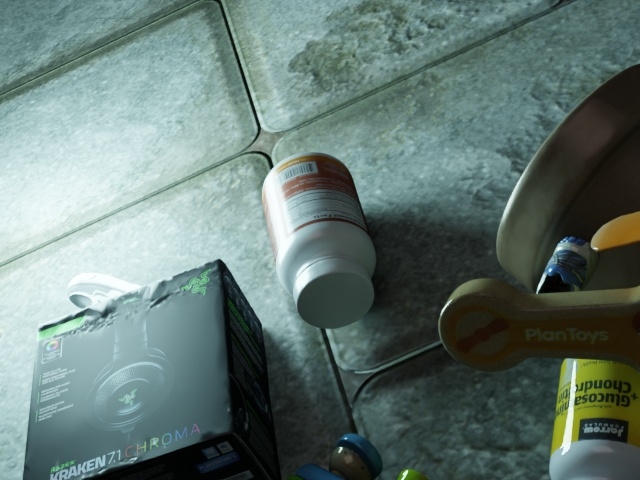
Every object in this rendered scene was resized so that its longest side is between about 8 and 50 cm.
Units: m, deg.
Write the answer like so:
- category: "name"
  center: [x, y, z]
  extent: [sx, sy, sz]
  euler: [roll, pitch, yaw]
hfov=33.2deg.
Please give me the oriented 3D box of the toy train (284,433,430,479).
- category: "toy train"
  center: [0.065, 0.275, 1.007]
  extent: [0.248, 0.105, 0.143]
  euler: [17, 44, 40]

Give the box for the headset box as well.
- category: "headset box"
  center: [-0.189, 0.179, 1.211]
  extent: [0.246, 0.131, 0.283]
  euler: [-20, 41, 9]

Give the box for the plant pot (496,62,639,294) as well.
- category: "plant pot"
  center: [0.344, -0.007, 1.047]
  extent: [0.263, 0.263, 0.229]
  euler: [-40, 59, -13]

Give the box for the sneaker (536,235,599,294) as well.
- category: "sneaker"
  center: [0.217, 0.060, 1.000]
  extent: [0.052, 0.135, 0.058]
  euler: [24, 45, 25]

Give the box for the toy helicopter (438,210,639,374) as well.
- category: "toy helicopter"
  center: [0.268, 0.056, 0.882]
  extent: [0.355, 0.235, 0.140]
  euler: [-2, 29, 22]

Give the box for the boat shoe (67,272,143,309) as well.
- category: "boat shoe"
  center: [-0.269, 0.093, 1.403]
  extent: [0.184, 0.066, 0.063]
  euler: [14, 54, 26]

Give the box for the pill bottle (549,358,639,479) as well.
- category: "pill bottle"
  center: [0.264, 0.183, 0.977]
  extent: [0.103, 0.103, 0.184]
  euler: [-5, 46, 25]

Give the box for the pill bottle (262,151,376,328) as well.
- category: "pill bottle"
  center: [0.000, 0.000, 1.299]
  extent: [0.121, 0.121, 0.216]
  euler: [-22, 41, 7]
